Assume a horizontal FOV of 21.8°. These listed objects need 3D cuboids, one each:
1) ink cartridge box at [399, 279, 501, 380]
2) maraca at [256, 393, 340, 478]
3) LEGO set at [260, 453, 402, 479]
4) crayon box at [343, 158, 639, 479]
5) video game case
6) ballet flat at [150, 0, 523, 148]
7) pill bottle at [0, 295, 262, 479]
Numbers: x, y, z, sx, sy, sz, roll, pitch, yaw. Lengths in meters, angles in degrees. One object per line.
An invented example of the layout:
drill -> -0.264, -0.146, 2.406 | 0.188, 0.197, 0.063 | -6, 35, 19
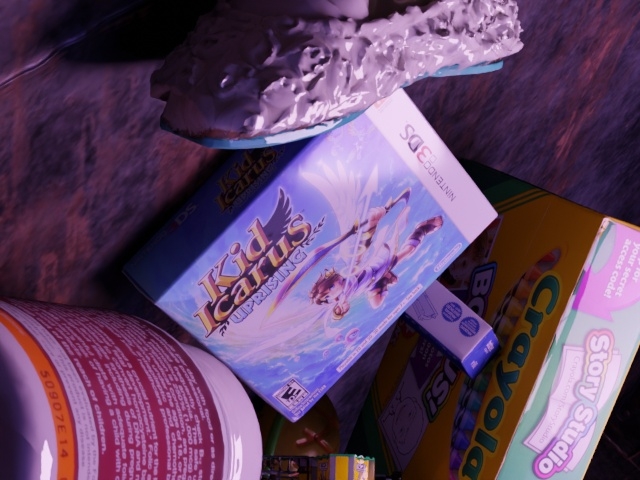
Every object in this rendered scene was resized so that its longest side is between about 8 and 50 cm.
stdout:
ink cartridge box -> 0.077, 0.043, 1.574 | 0.046, 0.207, 0.097 | -48, 162, -4
maraca -> -0.025, 0.208, 1.872 | 0.127, 0.099, 0.186 | 0, 104, -68
LEGO set -> -0.083, 0.315, 1.605 | 0.255, 0.331, 0.192 | 107, -15, -73
crayon box -> 0.180, 0.124, 1.689 | 0.363, 0.106, 0.313 | -68, -158, 5
video game case -> 0.000, 0.000, 1.420 | 0.269, 0.061, 0.244 | -46, 138, -2
ballet flat -> 0.018, -0.169, 1.200 | 0.409, 0.147, 0.147 | -24, 151, -55
pill bottle -> -0.200, 0.155, 1.180 | 0.224, 0.224, 0.392 | -50, 160, 9
